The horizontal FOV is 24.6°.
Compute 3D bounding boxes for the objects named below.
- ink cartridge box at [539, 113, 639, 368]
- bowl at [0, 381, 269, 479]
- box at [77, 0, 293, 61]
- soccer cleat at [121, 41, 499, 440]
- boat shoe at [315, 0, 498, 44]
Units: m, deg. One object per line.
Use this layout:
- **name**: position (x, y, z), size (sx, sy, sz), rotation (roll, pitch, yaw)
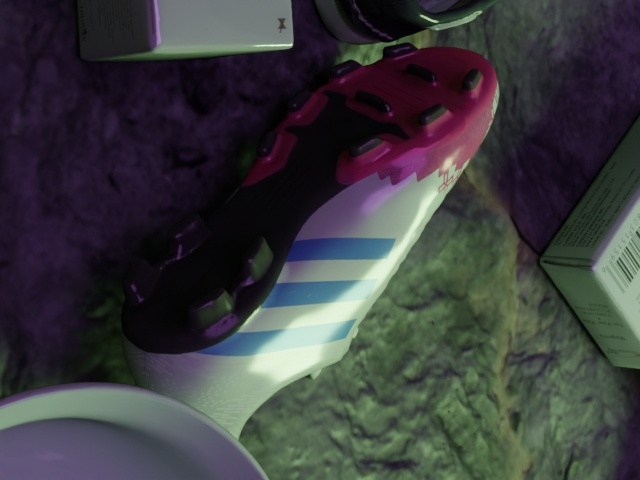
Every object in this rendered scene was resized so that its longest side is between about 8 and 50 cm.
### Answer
- **ink cartridge box**: position (0.324, 0.002, 1.211), size (0.275, 0.060, 0.239), rotation (-52, 122, -24)
- **bowl**: position (-0.164, 0.215, 0.798), size (0.298, 0.134, 0.297), rotation (-3, 95, -37)
- **box**: position (-0.082, -0.159, 0.869), size (0.101, 0.087, 0.101), rotation (-7, 97, -37)
- **soccer cleat**: position (0.000, 0.000, 0.944), size (0.331, 0.116, 0.143), rotation (-42, 138, -30)
- **boat shoe**: position (0.129, -0.224, 1.026), size (0.302, 0.091, 0.114), rotation (-42, 117, -28)
